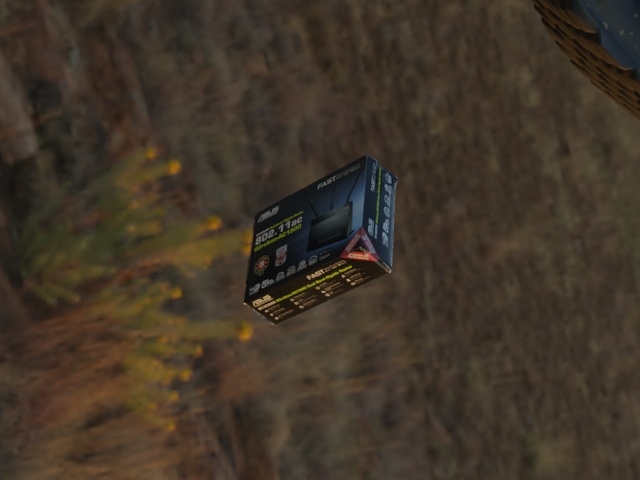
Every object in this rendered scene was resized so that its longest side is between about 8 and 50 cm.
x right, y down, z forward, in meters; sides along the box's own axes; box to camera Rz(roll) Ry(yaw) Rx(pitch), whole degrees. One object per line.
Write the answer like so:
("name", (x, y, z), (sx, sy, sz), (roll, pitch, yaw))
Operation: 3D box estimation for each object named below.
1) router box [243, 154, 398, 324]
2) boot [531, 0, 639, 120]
("router box", (0.000, 0.000, 1.116), (0.038, 0.122, 0.092), (38, 41, -34))
("boot", (0.164, -0.162, 0.559), (0.338, 0.223, 0.118), (37, 6, -23))
